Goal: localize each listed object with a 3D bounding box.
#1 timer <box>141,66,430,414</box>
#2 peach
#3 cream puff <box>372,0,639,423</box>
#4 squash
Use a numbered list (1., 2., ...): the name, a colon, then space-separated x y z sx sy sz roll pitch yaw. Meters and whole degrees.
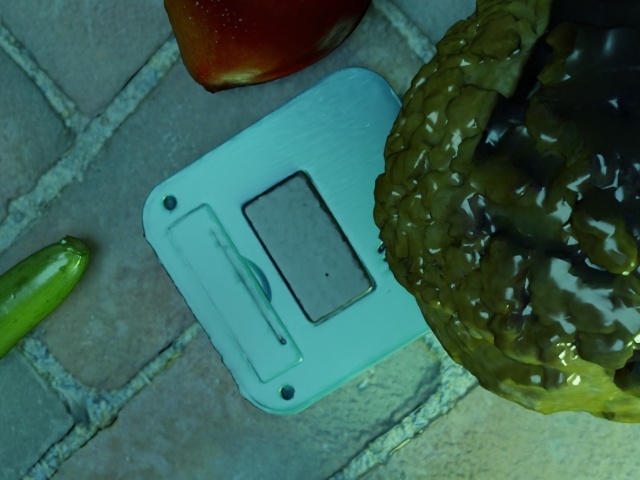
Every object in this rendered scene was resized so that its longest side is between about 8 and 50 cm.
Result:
1. timer: 0.000 0.000 0.774 0.250 0.091 0.232 -31 90 6
2. peach: -0.031 -0.225 0.688 0.159 0.154 0.267 33 105 6
3. cream puff: 0.202 -0.052 0.571 0.343 0.231 0.327 -26 57 3
4. squash: -0.301 0.063 0.854 0.201 0.066 0.066 -39 88 17
